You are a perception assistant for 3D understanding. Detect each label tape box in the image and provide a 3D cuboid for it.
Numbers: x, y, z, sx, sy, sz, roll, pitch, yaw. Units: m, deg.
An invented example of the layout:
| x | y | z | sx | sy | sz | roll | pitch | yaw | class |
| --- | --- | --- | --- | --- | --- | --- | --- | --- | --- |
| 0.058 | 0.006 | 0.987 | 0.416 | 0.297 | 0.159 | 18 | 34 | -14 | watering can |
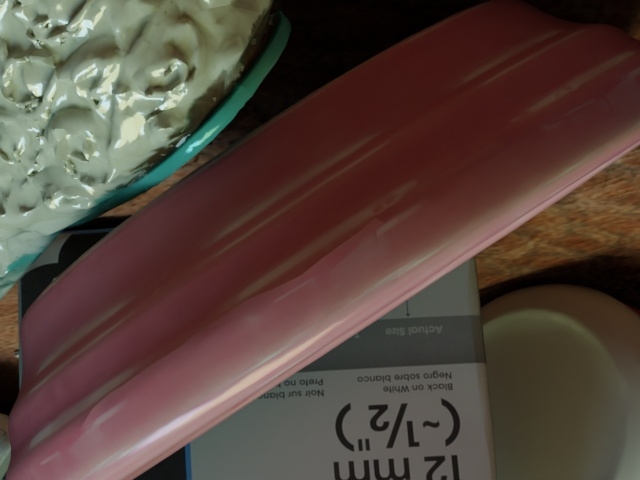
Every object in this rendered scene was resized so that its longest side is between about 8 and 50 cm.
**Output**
| x | y | z | sx | sy | sz | roll | pitch | yaw | class |
| --- | --- | --- | --- | --- | --- | --- | --- | --- | --- |
| -0.029 | 0.164 | 1.041 | 0.249 | 0.347 | 0.115 | -4 | 159 | -2 | label tape box |

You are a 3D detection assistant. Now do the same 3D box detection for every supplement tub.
| x | y | z | sx | sy | sz | roll | pitch | yaw | class |
| --- | --- | --- | --- | --- | --- | --- | --- | --- | --- |
| 0.204 | 0.145 | 1.257 | 0.191 | 0.191 | 0.272 | -20 | 154 | 35 | supplement tub |

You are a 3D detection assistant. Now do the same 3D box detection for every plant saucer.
| x | y | z | sx | sy | sz | roll | pitch | yaw | class |
| --- | --- | --- | --- | --- | --- | --- | --- | --- | --- |
| 0.000 | 0.000 | 0.825 | 0.332 | 0.084 | 0.332 | -33 | 176 | -2 | plant saucer |

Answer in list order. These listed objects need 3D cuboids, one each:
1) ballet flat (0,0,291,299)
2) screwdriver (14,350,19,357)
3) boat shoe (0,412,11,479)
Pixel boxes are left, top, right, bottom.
| x | y | z | sx | sy | sz | roll | pitch | yaw | class |
| --- | --- | --- | --- | --- | --- | --- | --- | --- | --- |
| -0.157 | -0.043 | 0.832 | 0.147 | 0.147 | 0.409 | 9 | 153 | -31 | ballet flat |
| -0.134 | 0.057 | 1.202 | 0.170 | 0.024 | 0.025 | -16 | -174 | 33 | screwdriver |
| -0.237 | 0.160 | 1.375 | 0.094 | 0.109 | 0.302 | 32 | 163 | 10 | boat shoe |
